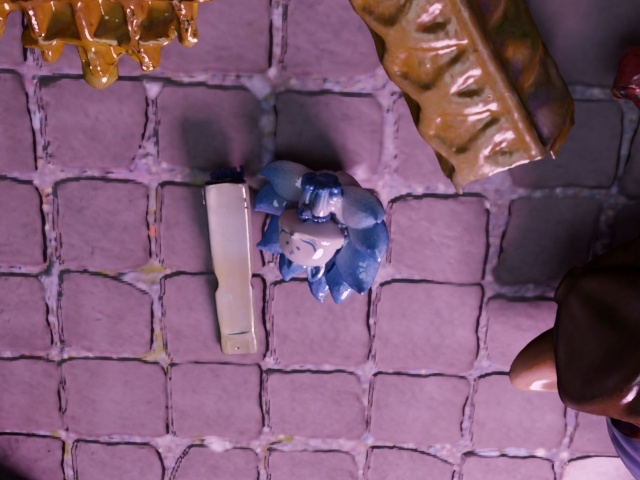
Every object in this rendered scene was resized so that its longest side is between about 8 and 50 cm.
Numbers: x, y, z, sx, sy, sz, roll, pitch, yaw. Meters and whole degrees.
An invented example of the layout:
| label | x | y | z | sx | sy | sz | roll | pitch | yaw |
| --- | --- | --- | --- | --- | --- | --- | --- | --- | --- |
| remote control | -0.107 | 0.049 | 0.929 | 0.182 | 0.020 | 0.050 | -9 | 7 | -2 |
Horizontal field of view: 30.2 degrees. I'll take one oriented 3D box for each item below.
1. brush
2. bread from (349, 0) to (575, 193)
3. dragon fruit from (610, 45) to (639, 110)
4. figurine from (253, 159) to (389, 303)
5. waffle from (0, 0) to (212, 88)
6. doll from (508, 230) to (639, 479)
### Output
| label | x | y | z | sx | sy | sz | roll | pitch | yaw |
| --- | --- | --- | --- | --- | --- | --- | --- | --- | --- |
| brush | -0.066 | 0.018 | 0.885 | 0.033 | 0.030 | 0.178 | -5 | 133 | -4 |
| bread | 0.070 | -0.159 | 0.732 | 0.098 | 0.087 | 0.269 | -21 | 119 | 18 |
| dragon fruit | 0.273 | -0.095 | 0.752 | 0.166 | 0.136 | 0.133 | 20 | 90 | 19 |
| figurine | 0.000 | 0.000 | 0.839 | 0.114 | 0.079 | 0.114 | 11 | 117 | 24 |
| waffle | -0.150 | -0.207 | 0.712 | 0.228 | 0.051 | 0.231 | 39 | 125 | -20 |
| doll | 0.307 | 0.136 | 0.844 | 0.318 | 0.209 | 0.340 | -38 | 112 | 18 |
